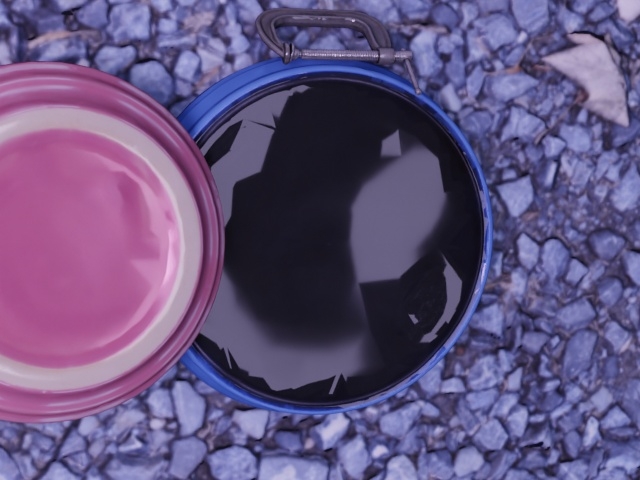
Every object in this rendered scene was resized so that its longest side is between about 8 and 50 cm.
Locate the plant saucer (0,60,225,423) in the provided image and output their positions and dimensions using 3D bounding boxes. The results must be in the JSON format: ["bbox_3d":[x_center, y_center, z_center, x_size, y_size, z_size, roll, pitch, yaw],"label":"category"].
[{"bbox_3d":[-0.237,0.005,0.968,0.332,0.084,0.332,-2,95,-23],"label":"plant saucer"}]

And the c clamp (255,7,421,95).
[{"bbox_3d":[0.015,-0.200,1.093,0.161,0.137,0.022,3,134,-10],"label":"c clamp"}]

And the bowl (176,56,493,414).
[{"bbox_3d":[0.000,0.000,1.140,0.391,0.077,0.391,-2,99,-14],"label":"bowl"}]
